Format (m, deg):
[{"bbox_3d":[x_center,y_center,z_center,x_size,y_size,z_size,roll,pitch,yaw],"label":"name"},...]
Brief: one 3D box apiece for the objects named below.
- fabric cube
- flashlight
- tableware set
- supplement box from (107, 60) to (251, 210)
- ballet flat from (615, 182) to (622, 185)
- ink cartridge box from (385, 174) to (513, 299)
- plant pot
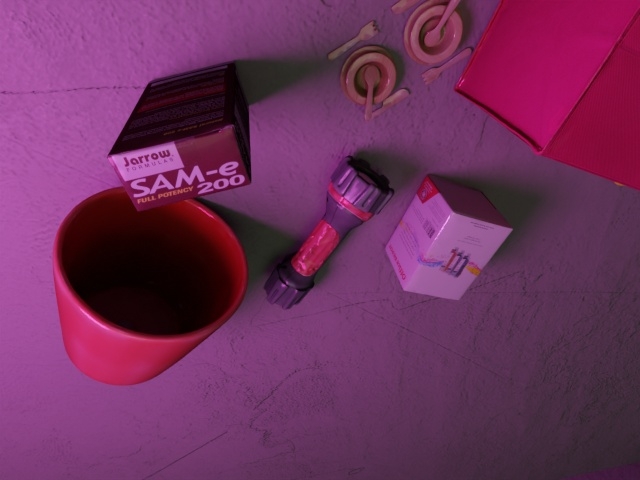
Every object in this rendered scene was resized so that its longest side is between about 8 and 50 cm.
[{"bbox_3d":[0.384,-0.235,0.534,0.258,0.254,0.259,11,124,-18],"label":"fabric cube"},{"bbox_3d":[0.000,0.000,0.735,0.103,0.103,0.304,24,118,-27],"label":"flashlight"},{"bbox_3d":[0.119,-0.263,0.600,0.194,0.039,0.128,-32,126,13],"label":"tableware set"},{"bbox_3d":[-0.157,-0.141,0.514,0.130,0.239,0.073,-14,128,0],"label":"supplement box"},{"bbox_3d":[0.663,-0.157,0.754,0.231,0.077,0.077,-27,127,10],"label":"ballet flat"},{"bbox_3d":[0.222,-0.001,0.758,0.127,0.128,0.176,13,124,-19],"label":"ink cartridge box"},{"bbox_3d":[-0.286,0.092,0.667,0.275,0.275,0.243,21,131,-24],"label":"plant pot"}]
